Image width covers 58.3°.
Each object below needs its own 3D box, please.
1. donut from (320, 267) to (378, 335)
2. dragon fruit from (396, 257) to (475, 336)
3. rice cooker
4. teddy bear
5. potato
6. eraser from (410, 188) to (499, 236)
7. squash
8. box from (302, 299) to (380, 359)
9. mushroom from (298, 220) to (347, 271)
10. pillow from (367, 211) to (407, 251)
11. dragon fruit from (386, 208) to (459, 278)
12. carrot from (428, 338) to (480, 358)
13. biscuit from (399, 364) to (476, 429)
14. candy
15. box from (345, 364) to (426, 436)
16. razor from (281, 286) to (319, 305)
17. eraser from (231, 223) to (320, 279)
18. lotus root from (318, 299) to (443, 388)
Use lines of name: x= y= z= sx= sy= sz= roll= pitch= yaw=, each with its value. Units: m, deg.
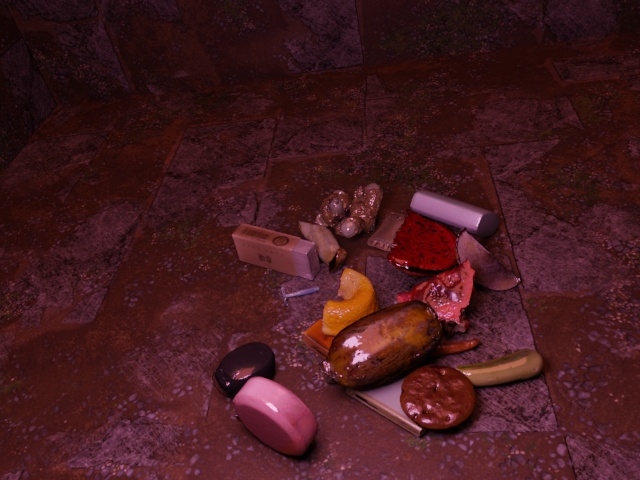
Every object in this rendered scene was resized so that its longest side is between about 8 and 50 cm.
donut: x=0.112 y=0.198 z=1.857 sx=0.152 sy=0.101 sz=0.259 roll=11 pitch=40 yaw=16
dragon fruit: x=0.403 y=0.212 z=1.848 sx=0.262 sy=0.134 sz=0.211 roll=-25 pitch=51 yaw=9
rice cooker: x=-0.231 y=0.405 z=1.774 sx=0.203 sy=0.118 sz=0.142 roll=-31 pitch=44 yaw=-22
teddy bear: x=0.106 y=-0.115 z=2.269 sx=0.256 sy=0.156 sz=0.267 roll=21 pitch=63 yaw=33
potato: x=0.538 y=0.080 z=1.965 sx=0.120 sy=0.261 sz=0.100 roll=-45 pitch=0 yaw=2
eraser: x=0.502 y=-0.106 z=2.152 sx=0.290 sy=0.104 sz=0.189 roll=24 pitch=7 yaw=35
squash: x=0.521 y=0.373 z=1.657 sx=0.250 sy=0.083 sz=0.083 roll=-13 pitch=40 yaw=3
box: x=0.079 y=0.288 z=1.872 sx=0.237 sy=0.070 sz=0.152 roll=-38 pitch=47 yaw=-26
mushroom: x=0.002 y=-0.003 z=2.201 sx=0.087 sy=0.107 sz=0.333 roll=10 pitch=28 yaw=-32
pillow: x=0.280 y=-0.036 z=2.224 sx=0.130 sy=0.033 sz=0.217 roll=17 pitch=48 yaw=32
dragon fruit: x=0.382 y=0.048 z=2.039 sx=0.282 sy=0.100 sz=0.343 roll=22 pitch=39 yaw=11
carrot: x=0.396 y=0.330 z=1.761 sx=0.191 sy=0.047 sz=0.047 roll=-8 pitch=40 yaw=3
biscuit: x=0.326 y=0.431 z=1.596 sx=0.212 sy=0.036 sz=0.212 roll=-6 pitch=42 yaw=5
candy: x=-0.129 y=0.480 z=1.570 sx=0.255 sy=0.255 sz=0.094 roll=17 pitch=49 yaw=30
box: x=0.234 y=0.430 z=1.685 sx=0.270 sy=0.045 sz=0.211 roll=21 pitch=50 yaw=34
razor: x=-0.069 y=0.188 z=2.057 sx=0.135 sy=0.040 sz=0.068 roll=-11 pitch=40 yaw=-9
eraser: x=-0.168 y=0.042 z=2.162 sx=0.343 sy=0.144 sz=0.078 roll=13 pitch=45 yaw=28
lotus root: x=0.178 y=0.304 z=1.669 sx=0.397 sy=0.179 sz=0.196 roll=-24 pitch=42 yaw=-12
